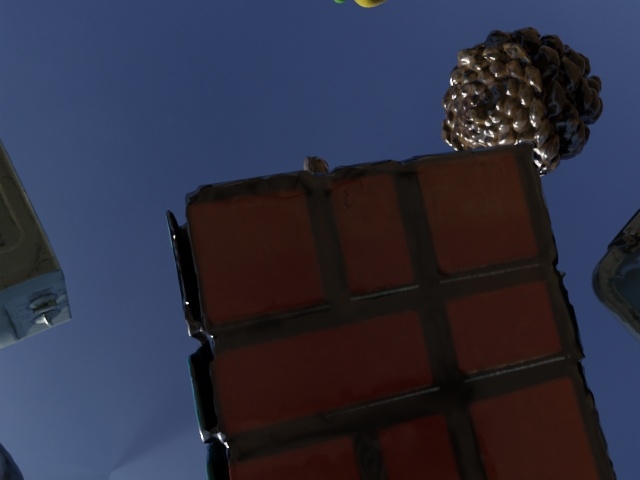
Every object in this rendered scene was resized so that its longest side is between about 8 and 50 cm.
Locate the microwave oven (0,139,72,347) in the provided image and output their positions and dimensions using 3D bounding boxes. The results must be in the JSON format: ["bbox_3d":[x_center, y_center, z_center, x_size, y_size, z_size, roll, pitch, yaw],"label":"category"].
[{"bbox_3d":[-0.452,0.036,0.622,0.295,0.181,0.237,-24,-108,-27],"label":"microwave oven"}]

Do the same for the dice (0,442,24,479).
[{"bbox_3d":[-0.288,0.195,0.321,0.182,0.181,0.183,-47,-53,-3],"label":"dice"}]

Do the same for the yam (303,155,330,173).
[{"bbox_3d":[0.000,0.000,0.850,0.046,0.046,0.264,3,-107,-19],"label":"yam"}]

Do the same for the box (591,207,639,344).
[{"bbox_3d":[0.354,0.054,0.472,0.162,0.130,0.227,-39,-98,-24],"label":"box"}]

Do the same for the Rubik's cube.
[{"bbox_3d":[0.030,0.097,0.527,0.294,0.288,0.283,-7,-98,-13],"label":"Rubik's cube"}]

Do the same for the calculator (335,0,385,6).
[{"bbox_3d":[0.107,-0.428,0.871,0.235,0.146,0.032,-38,-117,-11],"label":"calculator"}]

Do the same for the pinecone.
[{"bbox_3d":[0.327,-0.207,0.941,0.257,0.243,0.243,11,-114,-23],"label":"pinecone"}]
